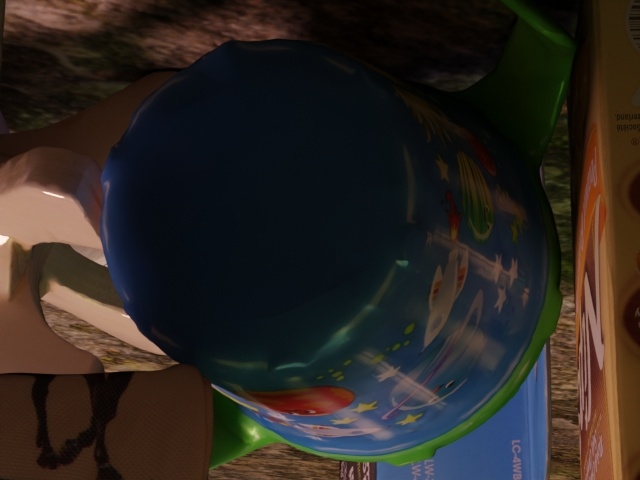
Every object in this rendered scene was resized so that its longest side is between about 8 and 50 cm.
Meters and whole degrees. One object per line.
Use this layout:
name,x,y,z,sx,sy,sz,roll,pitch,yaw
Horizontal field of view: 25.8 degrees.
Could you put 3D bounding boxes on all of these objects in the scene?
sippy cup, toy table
sippy cup,0.000,0.000,0.751,0.240,0.305,0.224,8,172,18
toy table,-0.183,-0.001,0.832,0.161,0.252,0.274,14,171,12

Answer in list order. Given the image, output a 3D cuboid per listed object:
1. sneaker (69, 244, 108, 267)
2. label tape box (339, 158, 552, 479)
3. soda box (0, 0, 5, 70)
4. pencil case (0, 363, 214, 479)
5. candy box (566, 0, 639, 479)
sneaker,-0.097,-0.021,0.999,0.237,0.085,0.086,-6,-174,10
label tape box,0.081,0.091,1.029,0.115,0.249,0.348,2,161,-3
soda box,-0.173,-0.077,0.504,0.091,0.286,0.098,-4,161,7
pencil case,-0.241,0.114,0.578,0.410,0.160,0.183,6,-172,-13
candy box,0.180,0.025,0.731,0.087,0.316,0.183,0,160,6
